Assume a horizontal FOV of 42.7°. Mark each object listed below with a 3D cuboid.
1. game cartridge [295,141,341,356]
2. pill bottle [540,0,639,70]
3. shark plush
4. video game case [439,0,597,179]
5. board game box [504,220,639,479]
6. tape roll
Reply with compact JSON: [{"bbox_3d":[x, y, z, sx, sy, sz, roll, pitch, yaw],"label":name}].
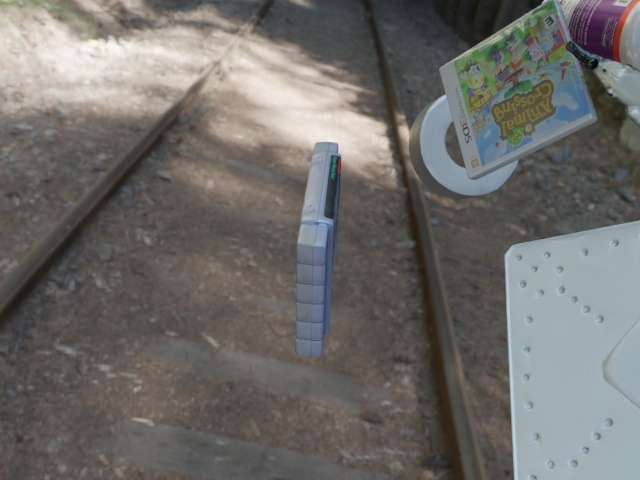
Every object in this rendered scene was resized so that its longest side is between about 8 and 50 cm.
[{"bbox_3d":[0.000,0.000,1.418,0.068,0.230,0.355,7,33,0],"label":"game cartridge"},{"bbox_3d":[0.595,-0.436,1.692,0.181,0.182,0.323,3,18,-27],"label":"pill bottle"},{"bbox_3d":[0.384,-0.204,1.073,0.161,0.073,0.067,19,18,-9],"label":"shark plush"},{"bbox_3d":[0.281,-0.217,1.199,0.023,0.212,0.193,6,66,-45],"label":"video game case"},{"bbox_3d":[0.431,0.161,1.032,0.390,0.390,0.050,-12,-26,33],"label":"board game box"},{"bbox_3d":[0.294,-0.195,1.671,0.219,0.219,0.072,10,-4,-11],"label":"tape roll"}]
